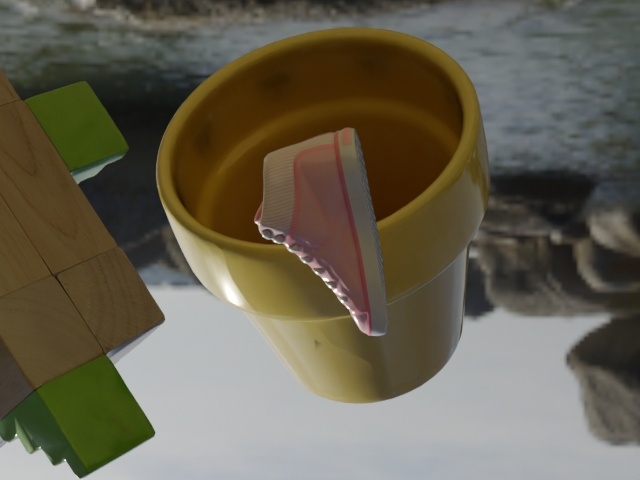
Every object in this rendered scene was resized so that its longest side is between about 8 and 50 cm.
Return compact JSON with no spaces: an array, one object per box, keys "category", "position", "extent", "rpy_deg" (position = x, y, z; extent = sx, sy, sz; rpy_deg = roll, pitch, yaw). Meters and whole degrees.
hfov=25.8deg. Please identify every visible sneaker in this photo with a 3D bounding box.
[{"category":"sneaker","position":[0.000,0.000,0.842],"extent":[0.070,0.134,0.051],"rpy_deg":[-10,-154,5]}]

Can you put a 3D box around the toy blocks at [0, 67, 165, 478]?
[{"category":"toy blocks","position":[-0.263,-0.001,0.797],"extent":[0.190,0.381,0.261],"rpy_deg":[-27,171,-48]}]

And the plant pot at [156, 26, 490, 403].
[{"category":"plant pot","position":[0.021,-0.002,1.133],"extent":[0.254,0.254,0.239],"rpy_deg":[-1,136,18]}]
